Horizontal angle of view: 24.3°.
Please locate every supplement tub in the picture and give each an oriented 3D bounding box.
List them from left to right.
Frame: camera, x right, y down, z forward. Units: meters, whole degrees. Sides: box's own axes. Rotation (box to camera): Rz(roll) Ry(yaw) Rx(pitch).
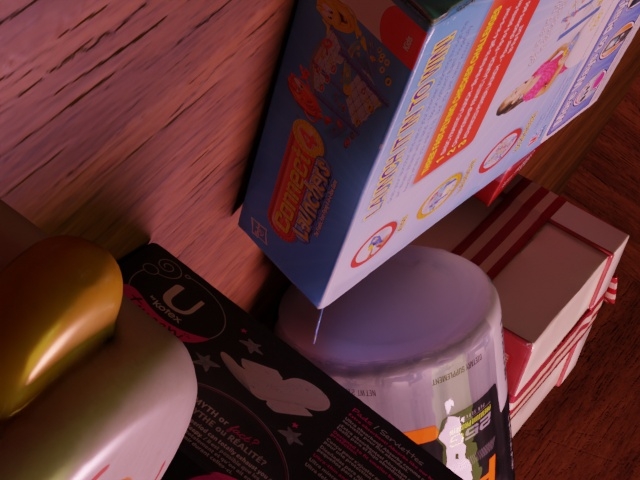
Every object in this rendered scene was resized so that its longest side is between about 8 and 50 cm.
[{"bbox_3d":[0.077,0.190,1.392,0.207,0.207,0.338,-44,135,-44],"label":"supplement tub"}]

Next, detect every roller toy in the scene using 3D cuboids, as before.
[{"bbox_3d":[-0.142,0.084,0.547,0.209,0.146,0.191,-53,171,-3],"label":"roller toy"}]

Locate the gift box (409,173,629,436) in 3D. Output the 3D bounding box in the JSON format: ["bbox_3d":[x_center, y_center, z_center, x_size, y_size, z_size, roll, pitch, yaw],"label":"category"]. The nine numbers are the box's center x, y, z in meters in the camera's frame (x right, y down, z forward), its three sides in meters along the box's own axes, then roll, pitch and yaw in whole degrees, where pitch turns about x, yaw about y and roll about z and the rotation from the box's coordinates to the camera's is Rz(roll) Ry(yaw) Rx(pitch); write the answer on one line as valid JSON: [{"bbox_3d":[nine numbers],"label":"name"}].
[{"bbox_3d":[0.169,0.073,1.684,0.258,0.255,0.276,-42,160,-40],"label":"gift box"}]

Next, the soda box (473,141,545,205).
[{"bbox_3d":[0.227,-0.156,1.615,0.263,0.083,0.092,-45,167,-37],"label":"soda box"}]

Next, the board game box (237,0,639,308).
[{"bbox_3d":[0.105,-0.135,0.947,0.302,0.086,0.308,-36,162,-29],"label":"board game box"}]

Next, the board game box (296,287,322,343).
[{"bbox_3d":[0.000,0.000,1.217,0.133,0.033,0.169,-70,173,-78],"label":"board game box"}]

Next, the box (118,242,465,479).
[{"bbox_3d":[-0.064,0.151,0.848,0.163,0.247,0.142,-58,170,30],"label":"box"}]
